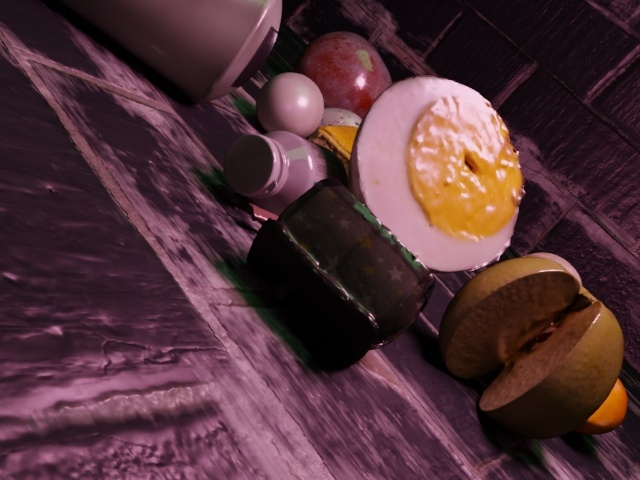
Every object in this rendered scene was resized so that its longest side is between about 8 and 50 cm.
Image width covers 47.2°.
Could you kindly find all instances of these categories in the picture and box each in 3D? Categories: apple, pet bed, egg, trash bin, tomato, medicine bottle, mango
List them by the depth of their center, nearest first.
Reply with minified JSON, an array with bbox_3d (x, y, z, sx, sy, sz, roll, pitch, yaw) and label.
[{"bbox_3d":[0.023,0.050,0.951,0.211,0.159,0.183,47,-10,12],"label":"pet bed"},{"bbox_3d":[-0.056,-0.102,1.165,0.135,0.135,0.215,49,17,22],"label":"medicine bottle"},{"bbox_3d":[0.343,0.168,1.195,0.292,0.254,0.292,43,12,-12],"label":"apple"},{"bbox_3d":[0.172,-0.098,1.261,0.337,0.337,0.201,38,-18,-13],"label":"egg"},{"bbox_3d":[-0.278,-0.447,1.309,0.432,0.280,0.280,32,18,-23],"label":"trash bin"},{"bbox_3d":[0.527,0.312,1.472,0.187,0.138,0.257,29,11,-4],"label":"mango"},{"bbox_3d":[-0.067,-0.297,1.632,0.151,0.151,0.209,41,12,-6],"label":"egg"},{"bbox_3d":[0.041,-0.283,1.907,0.164,0.131,0.131,28,16,1],"label":"egg"},{"bbox_3d":[0.064,-0.469,2.206,0.317,0.282,0.317,51,9,-11],"label":"tomato"}]

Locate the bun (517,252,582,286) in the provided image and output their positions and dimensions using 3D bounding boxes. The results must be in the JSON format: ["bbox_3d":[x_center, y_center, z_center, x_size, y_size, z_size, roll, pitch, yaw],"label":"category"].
[{"bbox_3d":[0.463,0.129,1.653,0.141,0.239,0.239,32,19,-29],"label":"bun"}]

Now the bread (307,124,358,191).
[{"bbox_3d":[0.111,-0.087,1.518,0.333,0.143,0.323,46,17,8],"label":"bread"}]

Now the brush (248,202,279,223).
[{"bbox_3d":[0.000,0.000,1.154,0.301,0.071,0.084,27,25,-43],"label":"brush"}]
